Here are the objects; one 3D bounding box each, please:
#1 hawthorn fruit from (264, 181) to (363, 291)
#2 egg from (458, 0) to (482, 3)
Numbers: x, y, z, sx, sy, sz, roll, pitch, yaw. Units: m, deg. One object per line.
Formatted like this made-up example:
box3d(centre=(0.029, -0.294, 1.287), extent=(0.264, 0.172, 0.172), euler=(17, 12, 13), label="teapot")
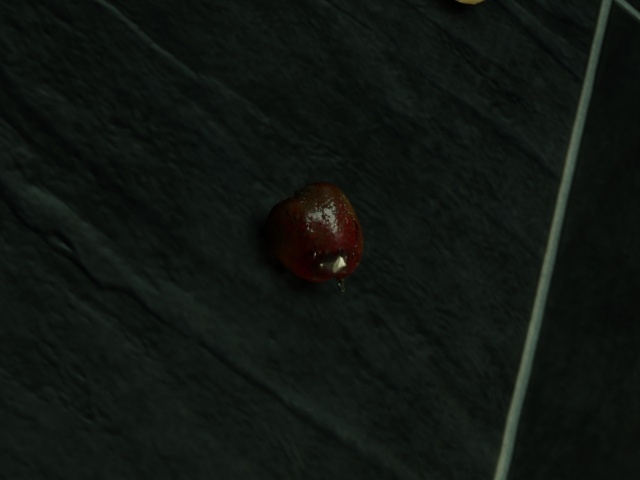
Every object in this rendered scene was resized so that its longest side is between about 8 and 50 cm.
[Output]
box3d(centre=(-0.003, -0.005, 1.386), extent=(0.077, 0.077, 0.077), euler=(23, 49, -30), label="hawthorn fruit")
box3d(centre=(0.141, -0.255, 1.677), extent=(0.071, 0.083, 0.071), euler=(22, 54, -33), label="egg")
